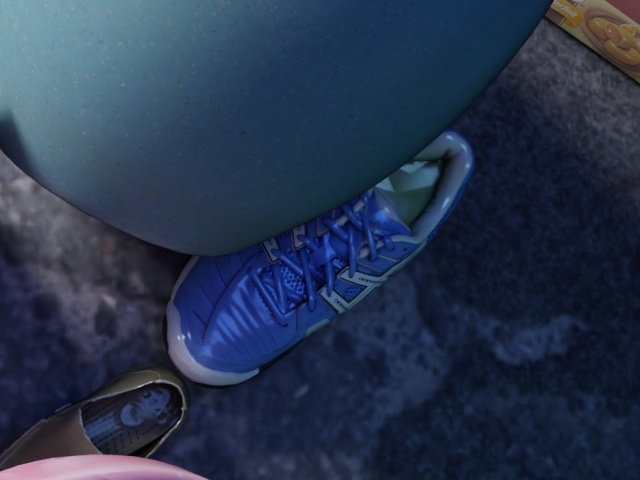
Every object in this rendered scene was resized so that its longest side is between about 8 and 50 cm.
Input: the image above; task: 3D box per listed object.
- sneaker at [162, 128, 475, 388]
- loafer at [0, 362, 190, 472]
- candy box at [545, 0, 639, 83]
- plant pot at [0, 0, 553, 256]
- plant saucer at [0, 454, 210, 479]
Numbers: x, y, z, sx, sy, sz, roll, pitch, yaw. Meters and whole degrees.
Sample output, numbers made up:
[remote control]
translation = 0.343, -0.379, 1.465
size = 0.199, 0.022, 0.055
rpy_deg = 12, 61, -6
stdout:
[sneaker]
translation = 0.000, 0.000, 0.750
size = 0.211, 0.081, 0.080
rpy_deg = -41, 92, -26
[loafer]
translation = -0.126, 0.109, 0.694
size = 0.148, 0.050, 0.056
rpy_deg = -41, 92, -24
[candy box]
translation = 0.239, -0.271, 0.907
size = 0.183, 0.087, 0.316
rpy_deg = 33, 68, -10
[plant pot]
translation = -0.058, -0.108, 0.679
size = 0.290, 0.290, 0.195
rpy_deg = 27, 102, -12
[plant saucer]
translation = -0.137, 0.241, 0.566
size = 0.332, 0.084, 0.332
rpy_deg = -18, 116, -43
